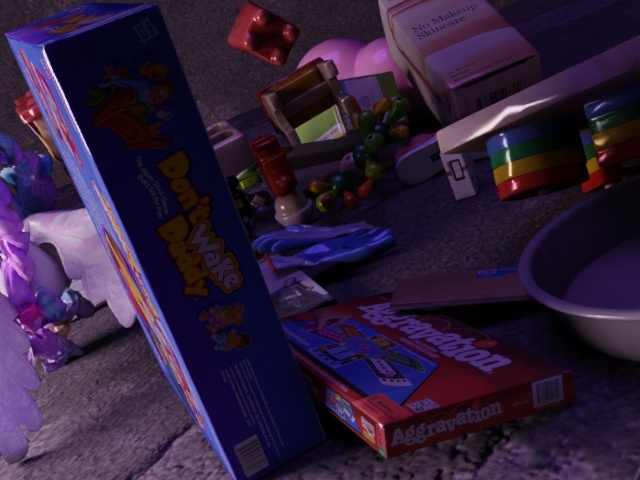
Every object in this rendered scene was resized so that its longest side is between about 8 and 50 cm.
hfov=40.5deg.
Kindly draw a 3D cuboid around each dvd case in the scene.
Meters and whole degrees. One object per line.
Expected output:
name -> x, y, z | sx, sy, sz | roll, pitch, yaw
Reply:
dvd case -> -0.092, 0.083, 0.974 | 0.179, 0.029, 0.239 | -26, 16, -10

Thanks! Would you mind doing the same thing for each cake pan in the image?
cake pan -> 0.300, 0.005, 0.659 | 0.293, 0.054, 0.293 | -20, 16, 6

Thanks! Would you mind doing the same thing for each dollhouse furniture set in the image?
dollhouse furniture set -> -0.121, -0.060, 1.415 | 0.152, 0.076, 0.058 | -21, 3, -1
dollhouse furniture set -> -0.173, -0.176, 1.115 | 0.374, 0.201, 0.152 | -31, 24, -8

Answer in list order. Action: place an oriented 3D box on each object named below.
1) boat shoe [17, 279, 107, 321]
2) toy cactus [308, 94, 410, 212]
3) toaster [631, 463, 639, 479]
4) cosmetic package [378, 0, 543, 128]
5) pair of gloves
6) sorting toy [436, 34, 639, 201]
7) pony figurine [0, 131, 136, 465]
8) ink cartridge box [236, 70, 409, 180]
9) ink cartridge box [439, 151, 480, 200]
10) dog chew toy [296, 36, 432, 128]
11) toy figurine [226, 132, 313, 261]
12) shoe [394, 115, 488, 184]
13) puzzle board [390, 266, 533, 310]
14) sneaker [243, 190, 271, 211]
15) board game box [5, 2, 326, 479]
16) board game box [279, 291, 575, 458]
boat shoe -> -0.353, 0.072, 1.302 | 0.226, 0.083, 0.076 | -14, 2, -14
toy cactus -> 0.051, -0.122, 1.300 | 0.219, 0.112, 0.180 | -64, 2, -15
toaster -> 0.182, 0.137, 0.280 | 0.168, 0.110, 0.186 | -8, 21, 42
cosmetic package -> 0.220, -0.295, 1.383 | 0.153, 0.129, 0.296 | -25, 44, -3
pair of gloves -> 0.000, 0.000, 1.070 | 0.159, 0.023, 0.198 | -10, 14, -9
sorting toy -> 0.295, -0.106, 0.840 | 0.257, 0.089, 0.255 | -8, -8, -35
pony figurine -> -0.330, 0.036, 0.962 | 0.303, 0.351, 0.363 | -35, -4, -22
ink cartridge box -> -0.015, -0.184, 1.422 | 0.255, 0.097, 0.189 | -14, -6, -27
ink cartridge box -> 0.176, -0.100, 1.109 | 0.028, 0.083, 0.048 | -15, 17, 23
dog chew toy -> 0.117, -0.289, 1.624 | 0.332, 0.206, 0.206 | -5, 22, 27
toy figurine -> -0.137, -0.038, 1.243 | 0.213, 0.148, 0.209 | -10, 26, 30
shoe -> 0.189, -0.143, 1.268 | 0.178, 0.063, 0.081 | -25, 19, 10
puzzle board -> 0.131, 0.044, 0.782 | 0.128, 0.011, 0.096 | -5, 11, 12
sneaker -> -0.163, -0.070, 1.458 | 0.170, 0.089, 0.051 | -32, 19, -30
board game box -> -0.127, -0.009, 0.690 | 0.078, 0.347, 0.233 | -27, 24, -16
board game box -> 0.054, 0.093, 0.689 | 0.145, 0.027, 0.281 | -11, 11, -20
